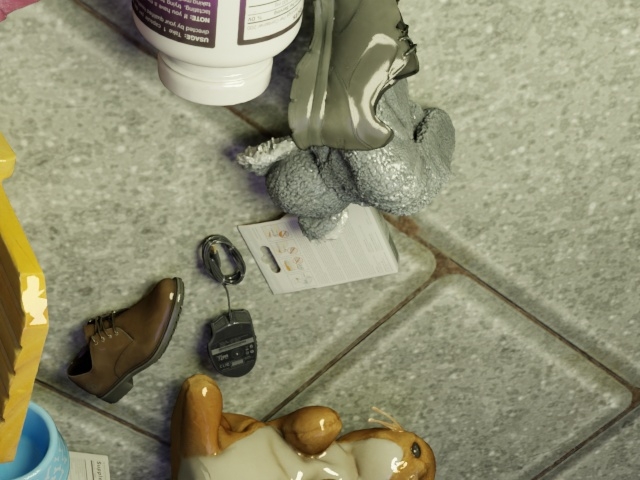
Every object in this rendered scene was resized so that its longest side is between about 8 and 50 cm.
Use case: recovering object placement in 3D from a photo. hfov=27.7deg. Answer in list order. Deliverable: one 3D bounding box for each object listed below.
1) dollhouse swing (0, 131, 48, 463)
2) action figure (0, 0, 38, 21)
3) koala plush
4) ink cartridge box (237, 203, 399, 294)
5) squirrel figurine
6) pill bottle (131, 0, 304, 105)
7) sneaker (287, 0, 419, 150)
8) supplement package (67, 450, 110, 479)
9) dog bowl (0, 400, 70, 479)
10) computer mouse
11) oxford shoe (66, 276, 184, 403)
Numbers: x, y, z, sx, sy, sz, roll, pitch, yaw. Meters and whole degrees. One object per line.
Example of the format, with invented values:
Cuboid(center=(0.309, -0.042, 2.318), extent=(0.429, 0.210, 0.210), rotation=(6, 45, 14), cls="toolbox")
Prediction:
Cuboid(center=(-0.486, 0.057, 1.444), extent=(0.315, 0.305, 0.347), rotation=(7, 129, -21), cls="dollhouse swing")
Cuboid(center=(-0.338, -0.239, 1.265), extent=(0.370, 0.276, 0.248), rotation=(-42, 135, 4), cls="action figure")
Cuboid(center=(0.023, -0.093, 1.545), extent=(0.221, 0.203, 0.196), rotation=(-23, 127, 28), cls="koala plush")
Cuboid(center=(0.000, 0.000, 1.718), extent=(0.179, 0.045, 0.145), rotation=(-9, 135, 17), cls="ink cartridge box")
Cuboid(center=(-0.027, 0.378, 1.922), extent=(0.370, 0.281, 0.397), rotation=(-6, 146, -24), cls="squirrel figurine")
Cuboid(center=(-0.101, -0.305, 1.316), extent=(0.181, 0.181, 0.323), rotation=(-3, 131, -13), cls="pill bottle")
Cuboid(center=(0.049, -0.231, 1.401), extent=(0.130, 0.109, 0.286), rotation=(10, 96, 10), cls="sneaker")
Cuboid(center=(-0.432, 0.386, 1.855), extent=(0.244, 0.139, 0.134), rotation=(12, 125, -23), cls="supplement package")
Cuboid(center=(-0.484, 0.296, 1.725), extent=(0.297, 0.166, 0.074), rotation=(-10, 144, -16), cls="dog bowl")
Cuboid(center=(-0.128, 0.088, 1.754), extent=(0.071, 0.041, 0.242), rotation=(-15, 126, -14), cls="computer mouse")
Cuboid(center=(-0.260, 0.126, 1.716), extent=(0.096, 0.083, 0.227), rotation=(28, 118, -28), cls="oxford shoe")
